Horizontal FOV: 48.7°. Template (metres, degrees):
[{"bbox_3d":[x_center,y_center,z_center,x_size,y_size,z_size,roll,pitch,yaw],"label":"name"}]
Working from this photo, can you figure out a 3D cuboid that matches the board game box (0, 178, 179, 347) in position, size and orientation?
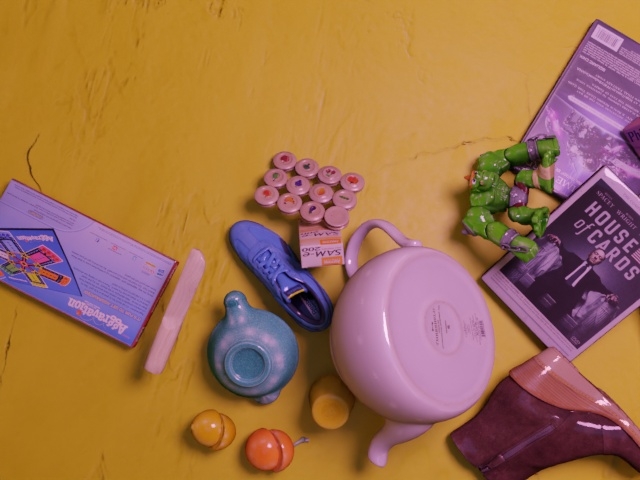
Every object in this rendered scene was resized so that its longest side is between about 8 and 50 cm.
[{"bbox_3d":[-0.370,0.033,1.062,0.281,0.027,0.145,27,83,2],"label":"board game box"}]

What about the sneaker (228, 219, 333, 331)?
[{"bbox_3d":[-0.057,0.047,1.036,0.069,0.082,0.209,-42,84,-2],"label":"sneaker"}]

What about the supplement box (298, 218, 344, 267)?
[{"bbox_3d":[0.000,0.000,1.030,0.062,0.098,0.036,-6,116,-2],"label":"supplement box"}]

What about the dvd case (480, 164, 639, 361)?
[{"bbox_3d":[0.380,0.038,1.017,0.179,0.029,0.239,47,110,7],"label":"dvd case"}]

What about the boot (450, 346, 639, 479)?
[{"bbox_3d":[0.340,0.296,1.026,0.248,0.090,0.207,43,100,-1],"label":"boot"}]

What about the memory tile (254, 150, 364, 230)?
[{"bbox_3d":[-0.016,-0.076,1.048,0.148,0.012,0.113,18,56,10],"label":"memory tile"}]

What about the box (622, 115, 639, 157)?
[{"bbox_3d":[0.578,-0.102,0.972,0.117,0.213,0.243,-34,93,-6],"label":"box"}]

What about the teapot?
[{"bbox_3d":[0.102,0.132,0.980,0.252,0.187,0.256,49,51,-15],"label":"teapot"}]

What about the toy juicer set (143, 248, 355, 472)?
[{"bbox_3d":[-0.125,0.190,1.024,0.329,0.089,0.209,44,98,-4],"label":"toy juicer set"}]

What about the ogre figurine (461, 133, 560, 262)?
[{"bbox_3d":[0.272,-0.065,1.023,0.118,0.096,0.197,4,83,32],"label":"ogre figurine"}]

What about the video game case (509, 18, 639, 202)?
[{"bbox_3d":[0.438,-0.178,1.090,0.196,0.026,0.274,32,86,3],"label":"video game case"}]
